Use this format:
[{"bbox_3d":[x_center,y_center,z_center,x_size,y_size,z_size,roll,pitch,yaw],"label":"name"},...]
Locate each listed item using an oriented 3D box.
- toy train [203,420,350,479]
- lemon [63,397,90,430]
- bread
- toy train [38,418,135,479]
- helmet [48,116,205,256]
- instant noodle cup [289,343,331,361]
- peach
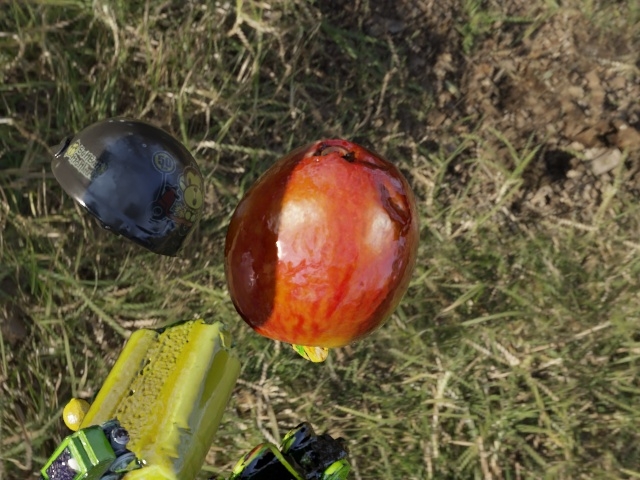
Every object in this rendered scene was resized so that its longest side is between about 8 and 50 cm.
[{"bbox_3d":[-0.075,0.334,0.962,0.100,0.161,0.296,37,31,27],"label":"toy train"},{"bbox_3d":[-0.535,0.383,1.725,0.062,0.062,0.083,-15,53,-22],"label":"lemon"},{"bbox_3d":[-0.311,0.342,1.521,0.251,0.208,0.376,2,39,17],"label":"bread"},{"bbox_3d":[-0.282,0.275,0.881,0.081,0.202,0.060,-4,51,-52],"label":"toy train"},{"bbox_3d":[-0.284,-0.106,1.218,0.160,0.230,0.279,-49,56,9],"label":"helmet"},{"bbox_3d":[-0.004,0.143,1.536,0.122,0.151,0.151,-39,88,-31],"label":"instant noodle cup"},{"bbox_3d":[0.000,0.000,1.005,0.238,0.281,0.281,3,72,-29],"label":"peach"}]
